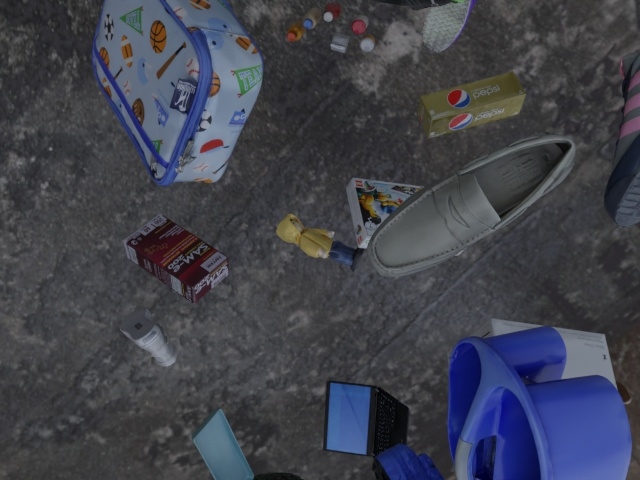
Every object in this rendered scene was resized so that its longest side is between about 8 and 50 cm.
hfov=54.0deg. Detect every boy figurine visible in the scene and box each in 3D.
[{"bbox_3d":[0.000,0.000,2.012,0.285,0.177,0.092,25,116,5],"label":"boy figurine"}]

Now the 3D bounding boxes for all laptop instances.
[{"bbox_3d":[0.130,0.560,1.853,0.137,0.264,0.234,-2,101,-26],"label":"laptop"}]

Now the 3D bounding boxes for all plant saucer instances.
[{"bbox_3d":[-0.160,0.358,1.033,0.067,0.018,0.192,-48,137,-37],"label":"plant saucer"}]

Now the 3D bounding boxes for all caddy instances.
[{"bbox_3d":[0.265,0.280,0.861,0.179,0.241,0.341,-13,120,-13],"label":"caddy"}]

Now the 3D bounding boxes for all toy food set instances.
[{"bbox_3d":[0.032,-0.556,1.666,0.233,0.104,0.111,17,125,2],"label":"toy food set"}]

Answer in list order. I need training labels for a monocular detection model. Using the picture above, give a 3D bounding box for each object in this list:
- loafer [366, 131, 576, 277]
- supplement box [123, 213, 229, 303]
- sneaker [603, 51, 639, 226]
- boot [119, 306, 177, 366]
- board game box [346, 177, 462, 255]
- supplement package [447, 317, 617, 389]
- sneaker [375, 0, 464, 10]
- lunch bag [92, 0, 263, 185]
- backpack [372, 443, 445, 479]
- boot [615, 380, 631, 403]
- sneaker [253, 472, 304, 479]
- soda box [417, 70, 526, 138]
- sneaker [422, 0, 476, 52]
[{"bbox_3d":[0.205,-0.054,0.874,0.320,0.112,0.111,-34,173,2],"label":"loafer"},{"bbox_3d":[-0.361,0.042,1.579,0.130,0.240,0.073,-45,155,-35],"label":"supplement box"},{"bbox_3d":[0.440,-0.178,0.822,0.112,0.131,0.318,10,110,-36],"label":"sneaker"},{"bbox_3d":[-0.474,0.274,1.741,0.095,0.258,0.123,-38,113,-14],"label":"boot"},{"bbox_3d":[0.228,-0.061,1.670,0.306,0.192,0.053,4,147,-23],"label":"board game box"},{"bbox_3d":[0.430,0.280,1.301,0.262,0.145,0.204,9,148,-13],"label":"supplement package"},{"bbox_3d":[0.063,-0.518,1.099,0.483,0.185,0.202,17,165,-33],"label":"sneaker"},{"bbox_3d":[-0.207,-0.225,0.854,0.115,0.303,0.243,-8,145,-41],"label":"lunch bag"},{"bbox_3d":[0.151,0.412,1.082,0.101,0.120,0.098,-27,149,-21],"label":"backpack"},{"bbox_3d":[0.608,0.332,1.300,0.042,0.118,0.086,-27,110,-3],"label":"boot"},{"bbox_3d":[-0.067,0.539,1.078,0.134,0.343,0.146,-2,115,-15],"label":"sneaker"},{"bbox_3d":[0.272,-0.245,1.139,0.182,0.058,0.061,-17,155,-5],"label":"soda box"},{"bbox_3d":[0.376,-0.640,1.671,0.146,0.102,0.293,-27,143,-59],"label":"sneaker"}]
